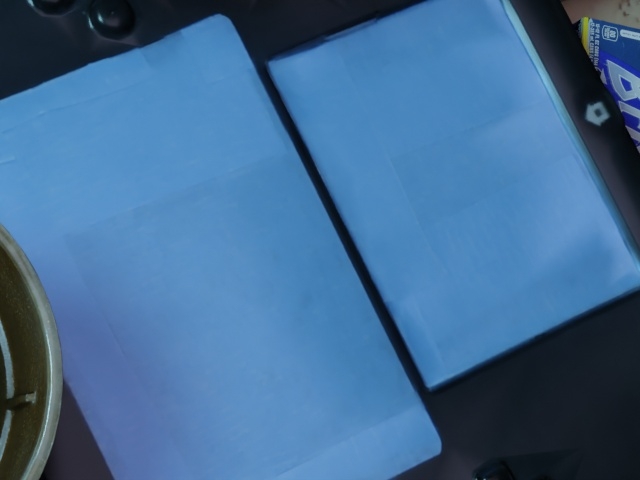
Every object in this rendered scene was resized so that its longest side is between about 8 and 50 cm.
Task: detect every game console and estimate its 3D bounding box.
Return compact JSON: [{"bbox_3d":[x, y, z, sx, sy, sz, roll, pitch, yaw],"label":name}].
[{"bbox_3d":[0.000,0.000,0.839,0.342,0.060,0.386,-25,84,-17],"label":"game console"}]

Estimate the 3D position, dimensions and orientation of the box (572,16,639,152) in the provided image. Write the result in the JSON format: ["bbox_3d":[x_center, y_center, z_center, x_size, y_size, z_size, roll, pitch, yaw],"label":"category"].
[{"bbox_3d":[0.145,-0.026,0.941,0.059,0.054,0.169,10,76,-19],"label":"box"}]

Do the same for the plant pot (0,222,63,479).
[{"bbox_3d":[-0.203,0.065,0.718,0.167,0.165,0.167,5,75,-21],"label":"plant pot"}]
